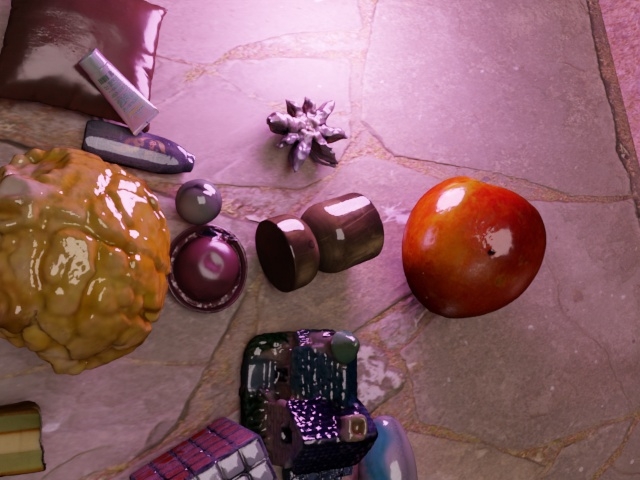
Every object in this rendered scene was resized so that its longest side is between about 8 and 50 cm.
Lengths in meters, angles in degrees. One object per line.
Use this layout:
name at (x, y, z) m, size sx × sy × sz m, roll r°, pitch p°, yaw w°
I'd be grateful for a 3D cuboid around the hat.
hat at (-0.246, 0.060, 1.227) m, size 0.205 × 0.089 × 0.205 m, roll 6°, pitch 78°, yaw -29°

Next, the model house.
model house at (-0.011, 0.345, 1.211) m, size 0.243 × 0.284 × 0.298 m, roll 6°, pitch 78°, yaw -34°

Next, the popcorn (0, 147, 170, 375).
popcorn at (-0.428, 0.023, 0.979) m, size 0.354 × 0.344 × 0.390 m, roll -44°, pitch 98°, yaw -22°

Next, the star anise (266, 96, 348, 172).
star anise at (-0.037, -0.274, 1.402) m, size 0.236 × 0.093 × 0.229 m, roll 19°, pitch 72°, yaw -28°

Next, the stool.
stool at (0.000, 0.000, 1.327) m, size 0.264 × 0.179 × 0.179 m, roll -19°, pitch 91°, yaw -31°

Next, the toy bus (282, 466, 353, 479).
toy bus at (-0.006, 0.543, 1.297) m, size 0.166 × 0.065 × 0.047 m, roll -1°, pitch 82°, yaw -28°

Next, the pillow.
pillow at (-0.490, -0.400, 1.151) m, size 0.308 × 0.108 × 0.305 m, roll 10°, pitch 79°, yaw -30°

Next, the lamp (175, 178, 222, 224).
lamp at (-0.272, -0.086, 1.227) m, size 0.105 × 0.105 × 0.105 m, roll 5°, pitch 79°, yaw -29°

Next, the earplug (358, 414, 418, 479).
earplug at (0.169, 0.594, 1.339) m, size 0.185 × 0.185 × 0.324 m, roll 8°, pitch 72°, yaw -29°

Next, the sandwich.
sandwich at (-0.586, 0.354, 0.949) m, size 0.187 × 0.144 × 0.117 m, roll -5°, pitch 82°, yaw -31°

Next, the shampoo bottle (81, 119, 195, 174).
shampoo bottle at (-0.394, -0.197, 1.206) m, size 0.233 × 0.049 × 0.087 m, roll 13°, pitch 72°, yaw -28°

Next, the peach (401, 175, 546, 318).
peach at (0.393, 0.027, 1.458) m, size 0.388 × 0.388 × 0.388 m, roll 5°, pitch 79°, yaw -29°

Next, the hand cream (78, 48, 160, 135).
hand cream at (-0.411, -0.303, 1.119) m, size 0.076 × 0.047 × 0.174 m, roll -51°, pitch 125°, yaw -18°

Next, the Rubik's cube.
Rubik's cube at (-0.208, 0.521, 1.077) m, size 0.238 × 0.237 × 0.237 m, roll -25°, pitch 94°, yaw -25°
